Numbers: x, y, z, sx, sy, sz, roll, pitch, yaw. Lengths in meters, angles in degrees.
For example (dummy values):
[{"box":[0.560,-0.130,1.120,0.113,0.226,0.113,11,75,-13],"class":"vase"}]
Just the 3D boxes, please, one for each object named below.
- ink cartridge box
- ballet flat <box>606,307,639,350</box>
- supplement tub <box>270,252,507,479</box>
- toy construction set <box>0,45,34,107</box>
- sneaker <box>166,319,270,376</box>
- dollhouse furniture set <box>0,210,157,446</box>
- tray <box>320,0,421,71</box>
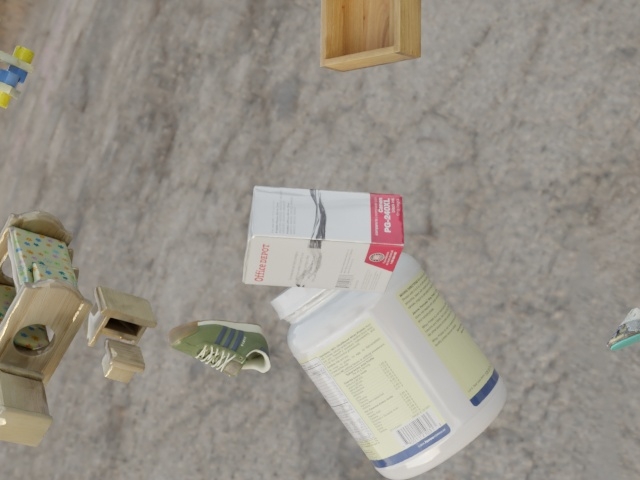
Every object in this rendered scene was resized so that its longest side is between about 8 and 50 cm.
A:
[{"box":[0.000,0.000,1.007,0.109,0.151,0.063,106,167,-61],"class":"ink cartridge box"},{"box":[0.358,0.091,1.095,0.041,0.114,0.041,169,90,-76],"class":"ballet flat"},{"box":[0.098,0.165,1.500,0.235,0.325,0.235,-36,0,0],"class":"supplement tub"},{"box":[-0.580,-0.287,1.401,0.215,0.328,0.151,173,105,-85],"class":"toy construction set"},{"box":[-0.156,0.182,1.643,0.064,0.192,0.086,-45,57,32],"class":"sneaker"},{"box":[-0.189,0.079,0.832,0.101,0.161,0.182,-57,36,19],"class":"dollhouse furniture set"},{"box":[0.099,-0.547,1.942,0.203,0.076,0.410,-2,86,44],"class":"tray"}]
